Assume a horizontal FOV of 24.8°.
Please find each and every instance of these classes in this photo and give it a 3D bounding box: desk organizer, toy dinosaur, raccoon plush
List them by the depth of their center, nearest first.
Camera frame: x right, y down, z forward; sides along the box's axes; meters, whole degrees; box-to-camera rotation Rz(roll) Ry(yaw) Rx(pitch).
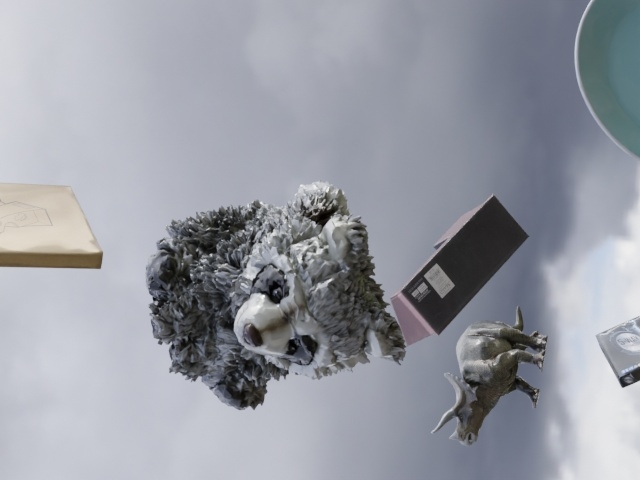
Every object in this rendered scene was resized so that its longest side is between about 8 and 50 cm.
[{"bbox_3d":[0.105,0.025,1.172,0.047,0.050,0.130,49,-121,-5],"label":"desk organizer"},{"bbox_3d":[0.000,0.000,1.646,0.216,0.299,0.446,55,-141,-24],"label":"raccoon plush"},{"bbox_3d":[0.279,0.181,2.329,0.314,0.160,0.121,-73,-12,-46],"label":"toy dinosaur"}]

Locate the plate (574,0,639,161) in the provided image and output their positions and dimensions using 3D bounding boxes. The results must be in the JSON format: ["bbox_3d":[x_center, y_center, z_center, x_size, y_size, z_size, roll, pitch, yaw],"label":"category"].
[{"bbox_3d":[0.298,-0.142,1.198,0.024,0.188,0.188,126,154,-78],"label":"plate"}]

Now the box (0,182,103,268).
[{"bbox_3d":[-0.344,-0.018,1.531,0.164,0.201,0.021,-127,46,-53],"label":"box"}]

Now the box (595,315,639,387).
[{"bbox_3d":[0.331,0.107,1.484,0.067,0.083,0.018,-108,-8,-50],"label":"box"}]
